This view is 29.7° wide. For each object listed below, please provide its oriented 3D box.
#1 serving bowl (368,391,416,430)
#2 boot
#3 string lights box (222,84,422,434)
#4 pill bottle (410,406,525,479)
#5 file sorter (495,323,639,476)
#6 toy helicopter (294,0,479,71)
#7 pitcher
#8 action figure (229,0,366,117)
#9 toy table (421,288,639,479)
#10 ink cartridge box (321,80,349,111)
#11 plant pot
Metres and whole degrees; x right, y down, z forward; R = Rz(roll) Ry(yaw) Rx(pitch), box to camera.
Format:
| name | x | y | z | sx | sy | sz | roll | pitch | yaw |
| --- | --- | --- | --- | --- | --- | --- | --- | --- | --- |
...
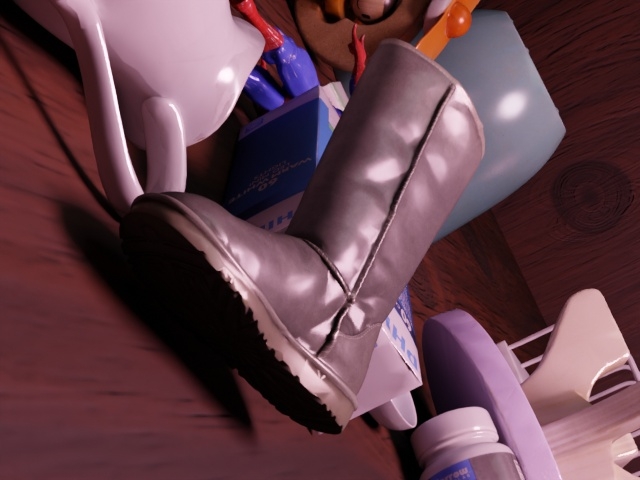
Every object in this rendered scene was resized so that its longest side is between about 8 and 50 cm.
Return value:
| name | x | y | z | sx | sy | sz | roll | pitch | yaw |
| --- | --- | --- | --- | --- | --- | --- | --- | --- | --- |
| serving bowl | 0.040 | 0.104 | 0.889 | 0.083 | 0.027 | 0.083 | 59 | 12 | -22 |
| boot | 0.005 | -0.028 | 0.631 | 0.208 | 0.076 | 0.189 | -59 | 136 | -23 |
| string lights box | 0.000 | 0.000 | 0.820 | 0.133 | 0.077 | 0.259 | 59 | 13 | -19 |
| pill bottle | 0.120 | 0.200 | 0.901 | 0.078 | 0.078 | 0.137 | 44 | 22 | -58 |
| file sorter | 0.407 | 0.257 | 1.797 | 0.277 | 0.173 | 0.193 | 50 | 18 | -50 |
| toy helicopter | 0.129 | -0.337 | 1.424 | 0.235 | 0.355 | 0.140 | 50 | 4 | 28 |
| pitcher | -0.101 | -0.125 | 0.591 | 0.207 | 0.125 | 0.177 | 67 | 21 | -48 |
| action figure | -0.029 | -0.149 | 0.975 | 0.280 | 0.091 | 0.139 | 47 | 29 | -53 |
| toy table | 0.211 | 0.169 | 1.013 | 0.252 | 0.161 | 0.274 | 119 | -46 | -72 |
| ink cartridge box | 0.045 | -0.074 | 1.241 | 0.181 | 0.056 | 0.225 | 63 | 13 | -4 |
| plant pot | 0.188 | -0.174 | 1.627 | 0.293 | 0.235 | 0.293 | 59 | 12 | -21 |
